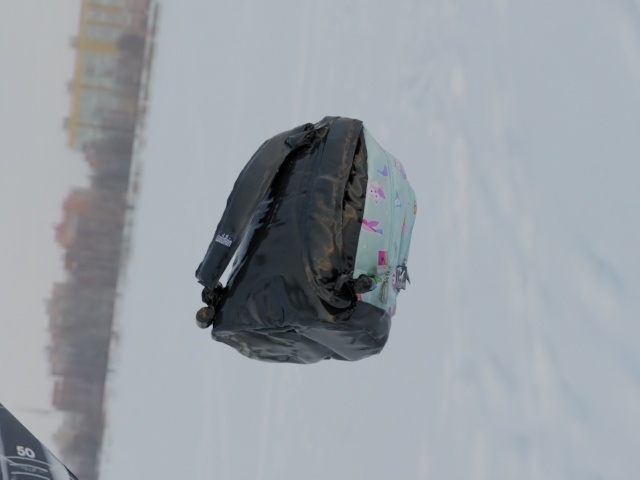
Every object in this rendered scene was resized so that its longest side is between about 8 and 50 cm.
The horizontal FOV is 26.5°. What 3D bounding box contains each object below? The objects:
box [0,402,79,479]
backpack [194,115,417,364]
[{"bbox_3d":[-0.185,0.207,0.398,0.343,0.312,0.179,-18,-37,-59],"label":"box"},{"bbox_3d":[0.000,0.000,1.023,0.115,0.152,0.182,47,-132,-50],"label":"backpack"}]
